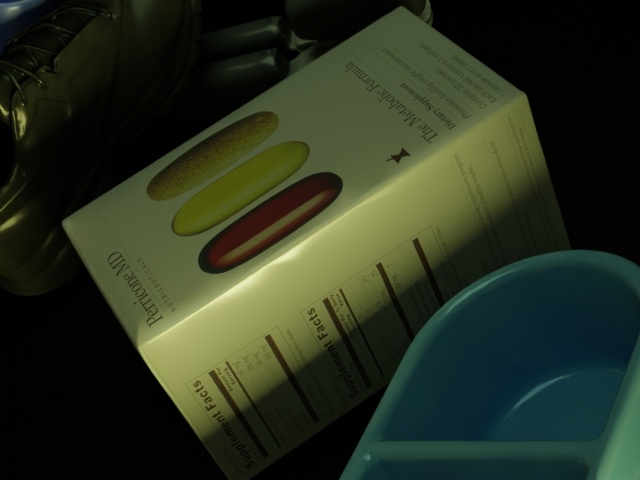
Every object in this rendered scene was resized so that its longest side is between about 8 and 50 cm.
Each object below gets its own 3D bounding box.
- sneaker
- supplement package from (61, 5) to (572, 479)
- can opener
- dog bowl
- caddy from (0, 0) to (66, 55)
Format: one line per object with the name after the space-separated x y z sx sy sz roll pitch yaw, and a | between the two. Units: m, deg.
-0.180 -0.107 0.885 0.109 0.130 0.286 11 73 37 | sneaker
0.000 0.000 0.734 0.244 0.134 0.139 -34 42 -9 | supplement package
-0.049 -0.147 0.949 0.280 0.093 0.074 -14 44 20 | can opener
0.085 0.117 0.580 0.166 0.074 0.297 -7 36 39 | dog bowl
-0.315 -0.175 1.044 0.241 0.179 0.341 -7 39 -14 | caddy
